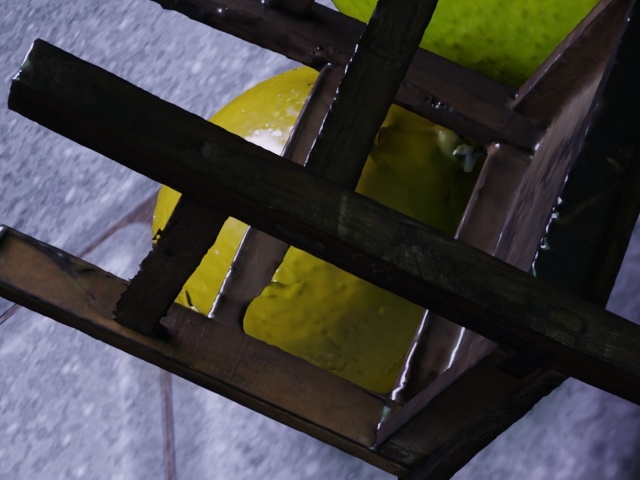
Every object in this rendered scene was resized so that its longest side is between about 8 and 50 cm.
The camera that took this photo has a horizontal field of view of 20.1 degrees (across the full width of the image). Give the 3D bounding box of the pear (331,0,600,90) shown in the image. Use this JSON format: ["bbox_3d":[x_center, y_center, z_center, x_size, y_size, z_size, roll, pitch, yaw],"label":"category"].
[{"bbox_3d":[0.158,-0.159,0.877,0.292,0.159,0.292,-12,36,9],"label":"pear"}]

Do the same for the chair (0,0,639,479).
[{"bbox_3d":[0.096,-0.003,0.721,0.203,0.416,0.240,-66,5,-23],"label":"chair"}]

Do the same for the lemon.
[{"bbox_3d":[0.000,0.000,0.918,0.206,0.173,0.173,-28,38,17],"label":"lemon"}]
